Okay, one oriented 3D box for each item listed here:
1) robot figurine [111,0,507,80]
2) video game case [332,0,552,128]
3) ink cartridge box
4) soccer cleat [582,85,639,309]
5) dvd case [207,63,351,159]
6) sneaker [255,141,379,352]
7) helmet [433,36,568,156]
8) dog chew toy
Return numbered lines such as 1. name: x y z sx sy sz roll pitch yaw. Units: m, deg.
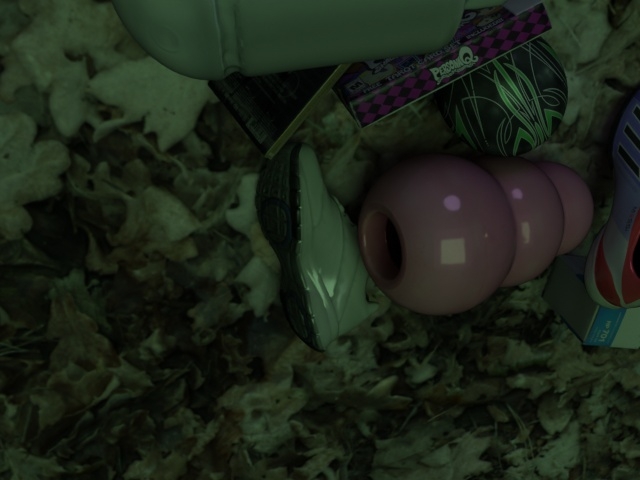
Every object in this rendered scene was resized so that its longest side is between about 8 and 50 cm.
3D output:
1. robot figurine: -0.017 -0.234 0.722 0.354 0.300 0.199 -8 73 -6
2. video game case: 0.114 -0.231 1.060 0.232 0.210 0.041 -27 121 2
3. ink cartridge box: 0.445 0.091 1.347 0.191 0.139 0.082 8 114 -17
4. soccer cleat: 0.436 -0.063 1.217 0.109 0.116 0.318 20 79 -18
5. dvd case: -0.026 -0.221 1.060 0.221 0.164 0.018 -49 138 13
6. sneaker: 0.000 0.000 1.228 0.129 0.111 0.297 -25 123 -24
7. helmet: 0.220 -0.184 1.129 0.170 0.161 0.169 -1 100 -3
8. dog chew toy: 0.216 -0.024 1.204 0.332 0.206 0.206 -13 120 -28
